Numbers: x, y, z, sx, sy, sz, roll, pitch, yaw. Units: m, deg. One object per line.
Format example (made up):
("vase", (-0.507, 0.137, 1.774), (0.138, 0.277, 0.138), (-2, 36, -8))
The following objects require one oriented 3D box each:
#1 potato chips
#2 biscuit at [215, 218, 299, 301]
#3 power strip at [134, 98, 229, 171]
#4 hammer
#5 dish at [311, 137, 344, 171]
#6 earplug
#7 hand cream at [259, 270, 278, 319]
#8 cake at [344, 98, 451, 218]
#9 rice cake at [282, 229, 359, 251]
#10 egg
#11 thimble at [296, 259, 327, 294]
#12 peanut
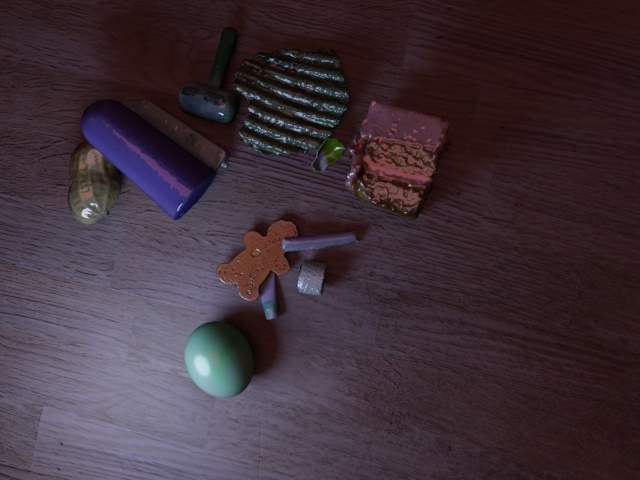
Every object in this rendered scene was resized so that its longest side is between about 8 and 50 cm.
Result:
("potato chips", (-0.096, -0.488, 1.638), (0.389, 0.097, 0.373), (-6, 92, 3))
("biscuit", (-0.201, 0.058, 1.690), (0.205, 0.049, 0.324), (39, 90, 3))
("power strip", (-0.486, -0.365, 1.698), (0.385, 0.062, 0.091), (33, 94, 4))
("hammer", (-0.358, -0.583, 1.662), (0.206, 0.119, 0.335), (16, 87, 4))
("dish", (0.016, -0.303, 1.662), (0.091, 0.039, 0.137), (23, 117, -38))
("earplug", (-0.589, -0.290, 1.601), (0.456, 0.215, 0.215), (40, 95, -6))
("hand cream", (-0.187, 0.193, 1.705), (0.076, 0.047, 0.174), (-11, 82, 5))
("cake", (0.237, -0.249, 1.517), (0.293, 0.314, 0.306), (20, 96, 6))
("rice cake", (0.000, 0.000, 1.655), (0.270, 0.049, 0.055), (-5, 75, -5))
("egg", (-0.344, 0.408, 1.634), (0.220, 0.220, 0.269), (-28, 91, 6))
("thimble", (-0.029, 0.128, 1.654), (0.090, 0.102, 0.115), (11, 68, 5))
("peanut", (-0.802, -0.227, 1.686), (0.174, 0.158, 0.340), (-1, 89, 22))
